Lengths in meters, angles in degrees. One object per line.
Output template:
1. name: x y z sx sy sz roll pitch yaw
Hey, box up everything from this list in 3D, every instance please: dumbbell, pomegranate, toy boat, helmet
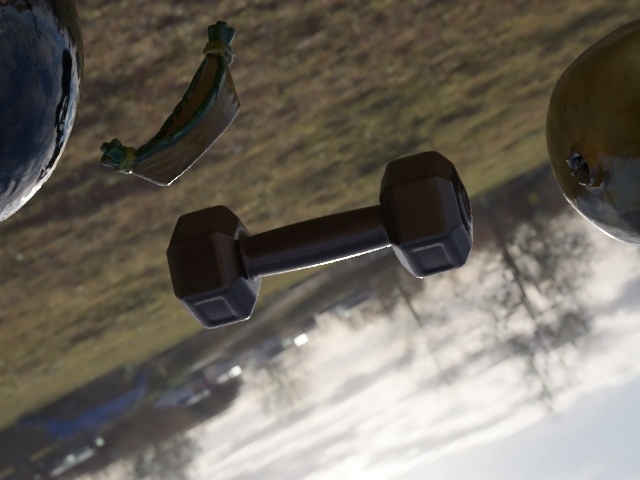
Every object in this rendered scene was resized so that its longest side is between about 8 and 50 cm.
1. dumbbell: 0.000 0.000 1.126 0.230 0.082 0.092 -14 146 13
2. pomegranate: 0.328 -0.104 1.400 0.233 0.233 0.233 -29 179 0
3. toy boat: -0.155 -0.146 1.673 0.089 0.088 0.229 -8 -143 55
4. helmet: -0.231 -0.126 0.889 0.160 0.279 0.230 -6 163 -31
